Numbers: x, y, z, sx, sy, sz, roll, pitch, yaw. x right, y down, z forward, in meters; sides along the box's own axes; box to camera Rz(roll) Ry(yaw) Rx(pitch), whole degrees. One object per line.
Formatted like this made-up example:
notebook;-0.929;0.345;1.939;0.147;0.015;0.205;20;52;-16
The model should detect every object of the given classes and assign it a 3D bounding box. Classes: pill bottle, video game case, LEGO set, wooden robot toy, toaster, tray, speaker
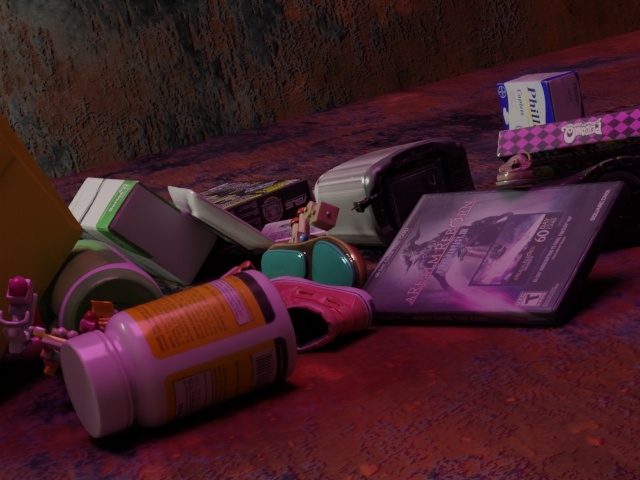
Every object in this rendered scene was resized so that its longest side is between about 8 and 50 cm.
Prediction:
pill bottle;-0.139;0.112;1.388;0.209;0.119;0.119;-18;12;-25
video game case;0.180;0.015;1.543;0.274;0.026;0.196;-1;43;42
LEGO set;-0.198;0.084;1.479;0.287;0.132;0.107;-7;-21;4
wooden robot toy;0.000;0.000;1.885;0.079;0.076;0.173;20;-37;-14
toaster;0.095;-0.061;1.965;0.227;0.129;0.146;-24;12;-35
video game case;0.368;-0.095;1.739;0.232;0.041;0.210;-8;-24;35
tray;-0.149;-0.028;2.040;0.030;0.145;0.270;-59;13;-4
video game case;-0.017;-0.017;2.136;0.157;0.019;0.143;-11;12;9
speaker;-0.268;0.074;1.707;0.131;0.131;0.296;-16;12;-15

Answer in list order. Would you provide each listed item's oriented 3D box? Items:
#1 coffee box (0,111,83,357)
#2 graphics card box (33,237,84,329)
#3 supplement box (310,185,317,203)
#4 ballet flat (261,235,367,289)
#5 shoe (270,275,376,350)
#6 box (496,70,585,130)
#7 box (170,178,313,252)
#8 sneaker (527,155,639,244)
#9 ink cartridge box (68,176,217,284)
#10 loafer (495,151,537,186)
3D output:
coffee box;-0.544;-0.007;1.610;0.334;0.338;0.337;-6;39;31
graphics card box;-0.466;0.064;2.060;0.233;0.094;0.371;-13;10;0
supplement box;0.023;-0.068;2.279;0.055;0.043;0.083;-15;12;-11
ballet flat;0.010;0.030;1.746;0.073;0.080;0.232;-2;6;-31
shoe;-0.031;0.080;1.564;0.178;0.063;0.081;2;14;40
box;0.375;-0.216;2.393;0.072;0.126;0.137;-18;12;-30
box;-0.180;-0.035;2.306;0.270;0.060;0.216;-23;16;-40
sneaker;0.305;-0.042;1.693;0.286;0.109;0.130;-11;8;4
ink cartridge box;-0.266;-0.016;2.046;0.208;0.153;0.086;8;65;60
loafer;0.225;-0.082;1.626;0.045;0.039;0.125;-4;2;14
